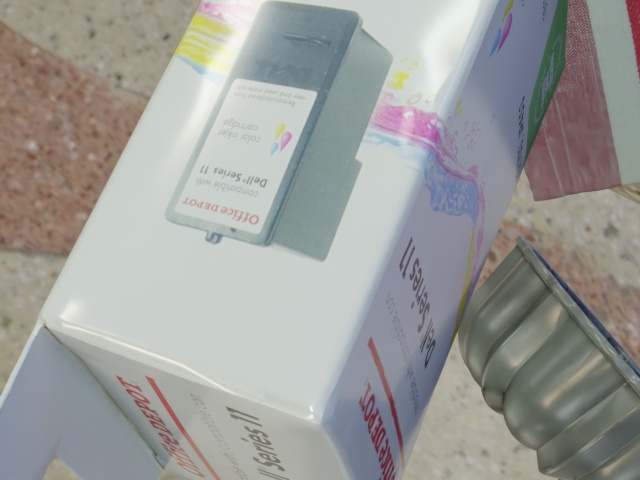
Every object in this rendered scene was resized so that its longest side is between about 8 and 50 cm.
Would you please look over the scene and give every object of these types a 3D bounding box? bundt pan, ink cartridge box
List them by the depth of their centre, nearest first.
[{"bbox_3d":[0.000,0.000,0.605,0.119,0.207,0.353,18,69,16],"label":"ink cartridge box"},{"bbox_3d":[0.250,0.158,1.311,0.124,0.331,0.331,-41,61,8],"label":"bundt pan"}]

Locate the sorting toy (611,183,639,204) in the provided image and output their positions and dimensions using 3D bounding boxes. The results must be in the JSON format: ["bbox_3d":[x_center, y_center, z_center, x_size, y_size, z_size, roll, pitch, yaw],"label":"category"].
[{"bbox_3d":[0.399,-0.099,1.936,0.208,0.193,0.038,28,87,48],"label":"sorting toy"}]

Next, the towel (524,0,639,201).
[{"bbox_3d":[0.255,-0.145,0.783,0.329,0.237,0.037,-10,41,14],"label":"towel"}]
